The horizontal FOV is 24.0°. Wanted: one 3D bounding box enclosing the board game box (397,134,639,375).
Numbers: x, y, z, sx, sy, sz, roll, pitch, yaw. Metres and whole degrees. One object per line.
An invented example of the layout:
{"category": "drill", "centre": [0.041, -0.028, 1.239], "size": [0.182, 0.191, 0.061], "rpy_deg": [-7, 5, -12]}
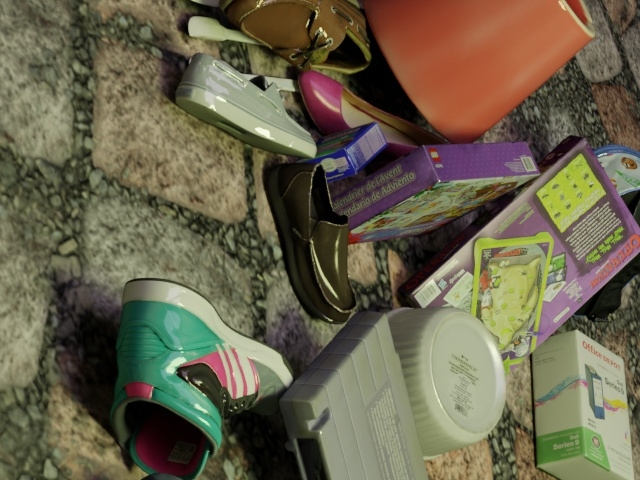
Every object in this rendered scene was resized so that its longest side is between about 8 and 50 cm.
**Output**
{"category": "board game box", "centre": [0.294, 0.036, 2.154], "size": [0.347, 0.056, 0.208], "rpy_deg": [-41, 110, -12]}

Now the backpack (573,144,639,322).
{"category": "backpack", "centre": [0.433, -0.026, 2.377], "size": [0.276, 0.263, 0.213], "rpy_deg": [24, 39, -48]}

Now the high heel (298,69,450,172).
{"category": "high heel", "centre": [0.075, -0.167, 2.060], "size": [0.244, 0.117, 0.082], "rpy_deg": [45, 41, -34]}

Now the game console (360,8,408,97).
{"category": "game console", "centre": [0.091, -0.388, 2.263], "size": [0.213, 0.044, 0.361], "rpy_deg": [-13, 84, -57]}

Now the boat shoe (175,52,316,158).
{"category": "boat shoe", "centre": [-0.080, -0.166, 1.857], "size": [0.227, 0.079, 0.081], "rpy_deg": [25, 78, -44]}

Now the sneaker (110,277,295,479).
{"category": "sneaker", "centre": [-0.125, 0.177, 1.603], "size": [0.295, 0.124, 0.178], "rpy_deg": [42, 51, -50]}

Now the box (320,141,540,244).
{"category": "box", "centre": [0.143, -0.065, 2.029], "size": [0.293, 0.201, 0.057], "rpy_deg": [-7, 70, -56]}

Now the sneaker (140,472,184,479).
{"category": "sneaker", "centre": [-0.110, 0.324, 1.588], "size": [0.283, 0.110, 0.122], "rpy_deg": [54, 23, -34]}

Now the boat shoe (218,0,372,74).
{"category": "boat shoe", "centre": [-0.014, -0.280, 1.960], "size": [0.307, 0.111, 0.104], "rpy_deg": [-5, 66, -59]}

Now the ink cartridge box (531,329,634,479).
{"category": "ink cartridge box", "centre": [0.406, 0.266, 2.347], "size": [0.154, 0.093, 0.212], "rpy_deg": [32, 48, -43]}

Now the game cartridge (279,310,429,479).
{"category": "game cartridge", "centre": [0.055, 0.288, 1.798], "size": [0.230, 0.068, 0.355], "rpy_deg": [-49, 130, -58]}

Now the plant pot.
{"category": "plant pot", "centre": [0.232, -0.305, 2.109], "size": [0.275, 0.243, 0.275], "rpy_deg": [48, 24, -29]}

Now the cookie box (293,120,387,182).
{"category": "cookie box", "centre": [0.025, -0.112, 1.986], "size": [0.107, 0.092, 0.040], "rpy_deg": [-44, 114, -55]}

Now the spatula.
{"category": "spatula", "centre": [-0.104, -0.259, 1.946], "size": [0.242, 0.019, 0.168], "rpy_deg": [0, 74, -59]}

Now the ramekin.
{"category": "ramekin", "centre": [0.155, 0.183, 1.988], "size": [0.207, 0.109, 0.207], "rpy_deg": [19, 64, -45]}

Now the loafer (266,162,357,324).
{"category": "loafer", "centre": [0.000, 0.000, 1.905], "size": [0.080, 0.078, 0.220], "rpy_deg": [-24, 94, -57]}
